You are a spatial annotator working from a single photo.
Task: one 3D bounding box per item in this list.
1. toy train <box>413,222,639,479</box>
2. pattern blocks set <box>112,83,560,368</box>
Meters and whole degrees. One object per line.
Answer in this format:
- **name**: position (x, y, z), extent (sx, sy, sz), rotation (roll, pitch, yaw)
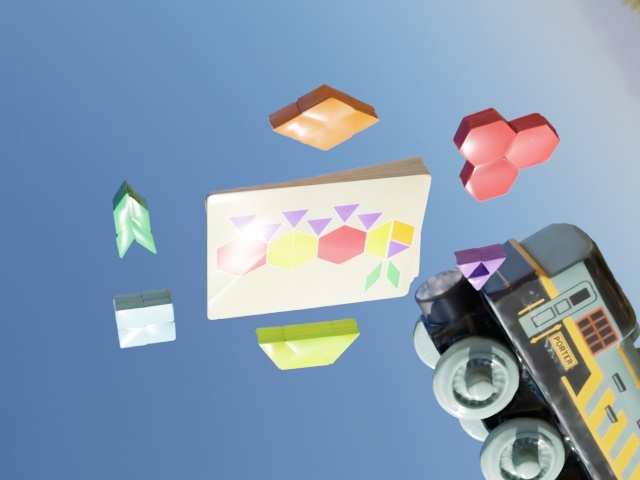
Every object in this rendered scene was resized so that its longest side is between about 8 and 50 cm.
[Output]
- **toy train**: position (0.221, 0.146, 0.909), extent (0.334, 0.190, 0.142), rotation (58, -174, -16)
- **pattern blocks set**: position (0.000, 0.000, 0.765), extent (0.324, 0.285, 0.026), rotation (0, -136, -19)
